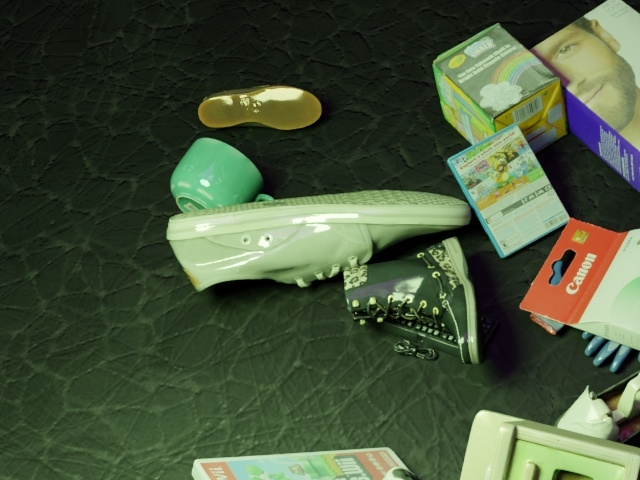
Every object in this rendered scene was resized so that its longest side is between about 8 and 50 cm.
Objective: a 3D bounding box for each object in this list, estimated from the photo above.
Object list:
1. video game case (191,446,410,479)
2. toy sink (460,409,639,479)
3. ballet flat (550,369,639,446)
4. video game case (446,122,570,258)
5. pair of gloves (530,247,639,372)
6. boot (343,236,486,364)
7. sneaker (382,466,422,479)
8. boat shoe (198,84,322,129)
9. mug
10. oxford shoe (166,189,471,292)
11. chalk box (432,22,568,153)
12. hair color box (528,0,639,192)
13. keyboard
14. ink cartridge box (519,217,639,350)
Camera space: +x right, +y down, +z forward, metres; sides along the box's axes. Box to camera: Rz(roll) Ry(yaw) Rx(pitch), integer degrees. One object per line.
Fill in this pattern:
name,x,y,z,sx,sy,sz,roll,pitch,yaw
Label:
video game case,0.008,0.325,1.676,0.285,0.025,0.204,1,25,-28
toy sink,0.268,0.303,1.646,0.234,0.131,0.153,13,89,24
ballet flat,0.380,0.216,1.746,0.280,0.096,0.095,-32,51,-11
video game case,0.276,-0.073,1.999,0.119,0.015,0.166,-28,86,-7
pair of gloves,0.390,0.093,1.892,0.198,0.023,0.159,32,64,32
boot,0.129,0.098,1.889,0.178,0.085,0.236,-12,39,4
sneaker,0.129,0.395,1.563,0.118,0.292,0.110,-27,17,0
boat shoe,-0.096,-0.222,2.246,0.207,0.073,0.073,2,13,10
mug,-0.156,-0.077,2.107,0.158,0.129,0.097,20,62,28
oxford shoe,0.000,0.000,2.015,0.449,0.130,0.169,-7,6,0
chalk box,0.266,-0.233,2.117,0.132,0.132,0.213,-31,50,-9
hair color box,0.484,-0.209,2.053,0.185,0.110,0.339,-33,49,-10
keyboard,0.152,0.123,1.932,0.180,0.023,0.108,17,59,28
ink cartridge box,0.411,0.051,1.873,0.224,0.056,0.181,21,59,24
